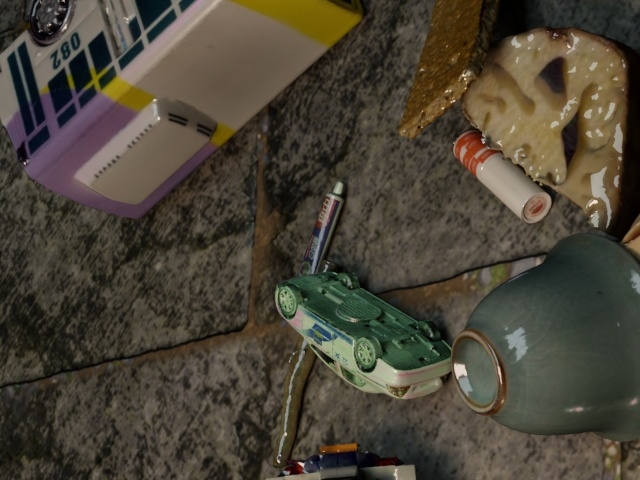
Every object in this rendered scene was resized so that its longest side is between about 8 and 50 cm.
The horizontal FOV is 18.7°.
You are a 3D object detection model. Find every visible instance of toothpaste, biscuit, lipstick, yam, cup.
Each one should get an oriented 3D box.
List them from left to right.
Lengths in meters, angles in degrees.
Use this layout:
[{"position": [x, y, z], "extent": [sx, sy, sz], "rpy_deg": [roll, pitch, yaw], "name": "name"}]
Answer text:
[{"position": [-0.020, 0.134, 2.123], "extent": [0.027, 0.029, 0.234], "rpy_deg": [14, 83, 6], "name": "yam"}, {"position": [0.000, 0.000, 2.164], "extent": [0.037, 0.021, 0.140], "rpy_deg": [21, 93, 52], "name": "toothpaste"}, {"position": [0.143, -0.210, 2.025], "extent": [0.131, 0.025, 0.231], "rpy_deg": [-42, 23, 45], "name": "biscuit"}, {"position": [0.185, -0.066, 1.989], "extent": [0.038, 0.038, 0.131], "rpy_deg": [-55, 45, 14], "name": "lipstick"}, {"position": [0.201, 0.104, 1.767], "extent": [0.199, 0.150, 0.199], "rpy_deg": [32, 129, 52], "name": "cup"}]

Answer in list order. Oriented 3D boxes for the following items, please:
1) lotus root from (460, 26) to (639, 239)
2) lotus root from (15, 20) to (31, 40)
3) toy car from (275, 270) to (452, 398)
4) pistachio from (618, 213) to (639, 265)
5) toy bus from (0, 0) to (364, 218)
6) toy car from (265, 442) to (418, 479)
[{"position": [0.249, -0.126, 1.927], "extent": [0.260, 0.074, 0.170], "rpy_deg": [36, 98, 46], "name": "lotus root"}, {"position": [-0.365, -0.251, 2.585], "extent": [0.190, 0.094, 0.108], "rpy_deg": [-31, 20, 40], "name": "lotus root"}, {"position": [0.041, 0.101, 2.032], "extent": [0.224, 0.090, 0.076], "rpy_deg": [31, 125, 45], "name": "toy car"}, {"position": [0.331, 0.000, 1.761], "extent": [0.149, 0.113, 0.113], "rpy_deg": [115, 147, -50], "name": "pistachio"}, {"position": [-0.179, -0.227, 2.300], "extent": [0.440, 0.209, 0.249], "rpy_deg": [-39, 52, 26], "name": "toy bus"}, {"position": [0.024, 0.340, 1.869], "extent": [0.193, 0.118, 0.301], "rpy_deg": [-5, 63, 4], "name": "toy car"}]
